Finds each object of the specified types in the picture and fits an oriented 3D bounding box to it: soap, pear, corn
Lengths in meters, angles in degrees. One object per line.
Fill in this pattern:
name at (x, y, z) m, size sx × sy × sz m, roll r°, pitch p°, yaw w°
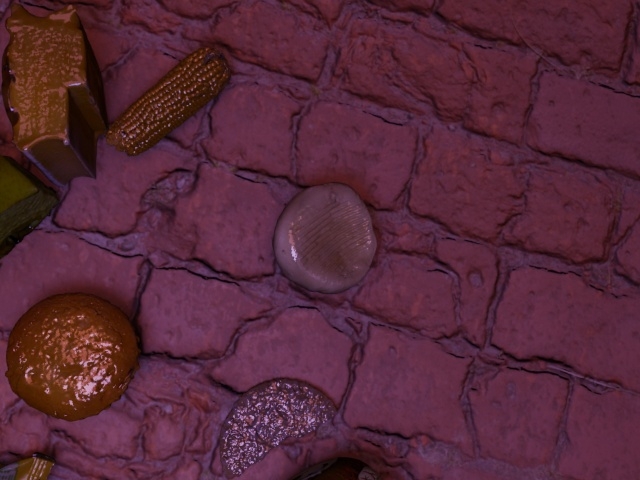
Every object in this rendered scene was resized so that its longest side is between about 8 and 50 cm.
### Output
soap at (-0.475, -0.251, 1.280) m, size 0.142 × 0.281 × 0.260 m, roll -1°, pitch 83°, yaw -10°
pear at (-0.623, -0.051, 1.248) m, size 0.164 × 0.255 × 0.238 m, roll 43°, pitch 84°, yaw -1°
corn at (-0.298, -0.272, 1.400) m, size 0.106 × 0.106 × 0.293 m, roll 45°, pitch 80°, yaw 0°

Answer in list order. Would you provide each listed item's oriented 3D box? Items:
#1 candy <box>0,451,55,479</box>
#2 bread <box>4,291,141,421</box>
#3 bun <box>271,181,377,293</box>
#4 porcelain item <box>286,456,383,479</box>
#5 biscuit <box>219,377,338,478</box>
candy at (-0.643, 0.436, 1.263) m, size 0.297 × 0.081 × 0.187 m, roll 17°, pitch 82°, yaw 8°
bread at (-0.448, 0.209, 1.288) m, size 0.239 × 0.139 × 0.240 m, roll 1°, pitch 81°, yaw -8°
bun at (0.000, 0.000, 1.382) m, size 0.231 × 0.133 × 0.231 m, roll 3°, pitch 85°, yaw -32°
porcelain item at (0.021, 0.520, 1.251) m, size 0.252 × 0.253 × 0.253 m, roll 1°, pitch 82°, yaw -7°
biscuit at (-0.101, 0.346, 1.370) m, size 0.249 × 0.032 × 0.133 m, roll -29°, pitch 85°, yaw -10°
